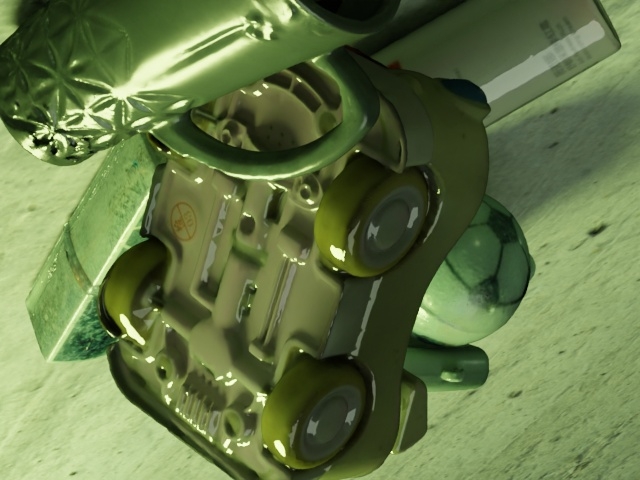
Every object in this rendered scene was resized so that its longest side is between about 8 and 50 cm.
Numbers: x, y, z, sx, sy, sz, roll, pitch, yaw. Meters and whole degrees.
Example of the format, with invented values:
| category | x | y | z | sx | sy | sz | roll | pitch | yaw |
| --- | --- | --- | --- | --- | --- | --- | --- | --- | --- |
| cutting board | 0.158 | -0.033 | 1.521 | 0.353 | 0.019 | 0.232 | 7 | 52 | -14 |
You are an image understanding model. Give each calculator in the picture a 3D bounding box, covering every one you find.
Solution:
| category | x | y | z | sx | sy | sz | roll | pitch | yaw |
| --- | --- | --- | --- | --- | --- | --- | --- | --- | --- |
| calculator | 0.054 | 0.107 | 1.901 | 0.141 | 0.045 | 0.246 | 2 | -171 | -38 |

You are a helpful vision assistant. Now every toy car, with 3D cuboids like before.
| category | x | y | z | sx | sy | sz | roll | pitch | yaw |
| --- | --- | --- | --- | --- | --- | --- | --- | --- | --- |
| toy car | 0.000 | 0.000 | 1.464 | 0.226 | 0.242 | 0.336 | -8 | 122 | -47 |

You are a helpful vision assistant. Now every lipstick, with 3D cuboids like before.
| category | x | y | z | sx | sy | sz | roll | pitch | yaw |
| --- | --- | --- | --- | --- | --- | --- | --- | --- | --- |
| lipstick | -0.166 | -0.002 | 1.638 | 0.077 | 0.076 | 0.289 | -5 | 147 | -33 |

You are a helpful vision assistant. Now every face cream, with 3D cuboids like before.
| category | x | y | z | sx | sy | sz | roll | pitch | yaw |
| --- | --- | --- | --- | --- | --- | --- | --- | --- | --- |
| face cream | 0.071 | -0.111 | 1.586 | 0.346 | 0.102 | 0.102 | -31 | 154 | 14 |

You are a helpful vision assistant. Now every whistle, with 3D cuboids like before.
| category | x | y | z | sx | sy | sz | roll | pitch | yaw |
| --- | --- | --- | --- | --- | --- | --- | --- | --- | --- |
| whistle | 0.093 | 0.022 | 1.802 | 0.290 | 0.163 | 0.163 | 0 | 147 | -40 |

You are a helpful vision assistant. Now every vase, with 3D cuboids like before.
| category | x | y | z | sx | sy | sz | roll | pitch | yaw |
| --- | --- | --- | --- | --- | --- | --- | --- | --- | --- |
| vase | -0.086 | -0.144 | 1.310 | 0.301 | 0.251 | 0.156 | -27 | -176 | 35 |
